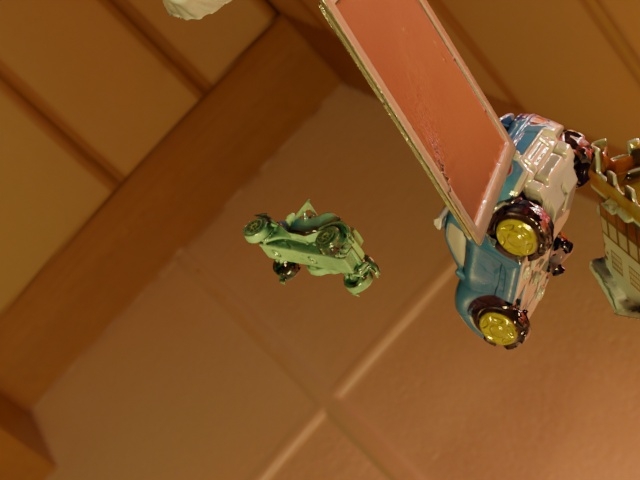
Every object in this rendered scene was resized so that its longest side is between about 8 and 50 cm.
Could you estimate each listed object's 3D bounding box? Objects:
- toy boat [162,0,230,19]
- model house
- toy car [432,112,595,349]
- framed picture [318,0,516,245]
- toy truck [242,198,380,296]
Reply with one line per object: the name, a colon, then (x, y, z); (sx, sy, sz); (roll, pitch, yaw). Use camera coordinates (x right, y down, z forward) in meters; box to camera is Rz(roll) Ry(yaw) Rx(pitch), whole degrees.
toy boat: (-0.122, -0.318, 1.250); (0.199, 0.100, 0.290); (-4, -137, 14)
model house: (0.469, -0.025, 1.575); (0.224, 0.215, 0.198); (-18, -153, -9)
toy car: (0.231, -0.010, 1.552); (0.166, 0.314, 0.198); (23, -131, 20)
framed picture: (0.106, -0.163, 1.272); (0.019, 0.296, 0.232); (-25, -162, 30)
toy truck: (-0.001, 0.000, 1.307); (0.154, 0.080, 0.078); (7, -126, 45)
